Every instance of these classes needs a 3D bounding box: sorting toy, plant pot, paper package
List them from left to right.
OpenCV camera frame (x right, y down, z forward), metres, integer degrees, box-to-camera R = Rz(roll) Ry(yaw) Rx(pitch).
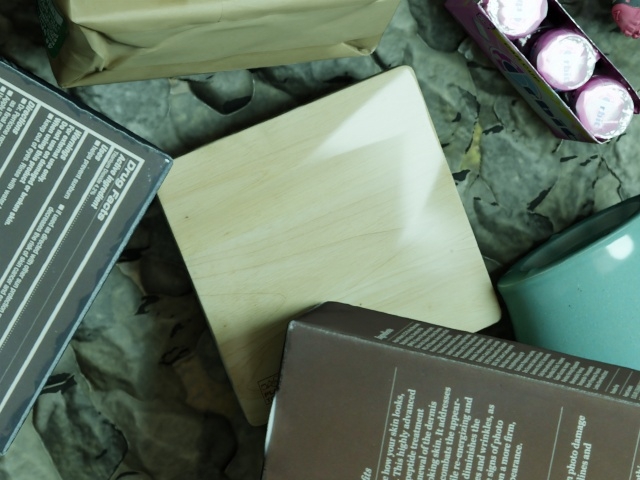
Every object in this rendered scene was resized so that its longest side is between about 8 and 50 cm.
[{"bbox_3d":[-0.099,-0.317,1.614,0.309,0.168,0.325,-8,77,-12],"label":"paper package"},{"bbox_3d":[0.000,0.000,1.767,0.257,0.089,0.255,-23,102,-9],"label":"sorting toy"},{"bbox_3d":[0.302,0.102,1.775,0.271,0.271,0.255,-31,94,-8],"label":"plant pot"}]

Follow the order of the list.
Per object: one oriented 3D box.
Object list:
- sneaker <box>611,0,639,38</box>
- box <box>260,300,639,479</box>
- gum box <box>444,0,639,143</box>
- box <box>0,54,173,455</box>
[{"bbox_3d":[0.362,-0.307,1.799,0.112,0.121,0.299,42,68,-4],"label":"sneaker"},{"bbox_3d":[0.151,0.189,1.630,0.381,0.143,0.191,13,101,13],"label":"box"},{"bbox_3d":[0.211,-0.171,1.785,0.062,0.107,0.188,-44,105,-5],"label":"gum box"},{"bbox_3d":[-0.332,-0.022,1.637,0.294,0.183,0.296,30,90,-14],"label":"box"}]
